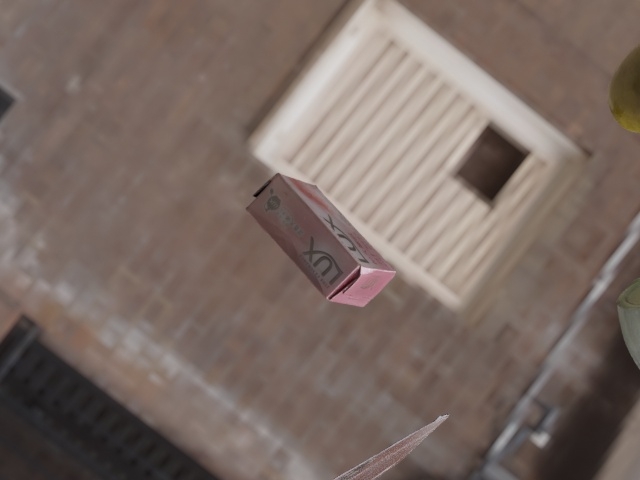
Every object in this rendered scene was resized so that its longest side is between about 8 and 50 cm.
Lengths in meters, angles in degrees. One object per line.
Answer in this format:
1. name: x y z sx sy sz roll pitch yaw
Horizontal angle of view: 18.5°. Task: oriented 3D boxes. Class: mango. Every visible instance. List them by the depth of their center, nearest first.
1. mango: 0.312 -0.133 1.723 0.076 0.103 0.161 -14 -177 -36

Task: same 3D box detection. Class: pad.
1. pad: -0.010 0.235 1.739 0.267 0.004 0.181 -28 167 -27

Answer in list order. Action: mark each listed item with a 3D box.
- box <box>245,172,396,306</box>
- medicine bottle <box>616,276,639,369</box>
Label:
1. box: 0.000 0.000 2.110 0.060 0.156 0.111 -48 160 12
2. medicine bottle: 0.436 0.113 2.322 0.147 0.143 0.147 -19 -167 5
